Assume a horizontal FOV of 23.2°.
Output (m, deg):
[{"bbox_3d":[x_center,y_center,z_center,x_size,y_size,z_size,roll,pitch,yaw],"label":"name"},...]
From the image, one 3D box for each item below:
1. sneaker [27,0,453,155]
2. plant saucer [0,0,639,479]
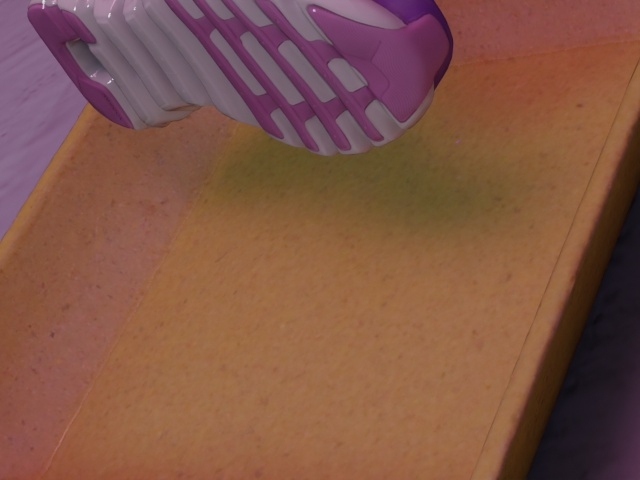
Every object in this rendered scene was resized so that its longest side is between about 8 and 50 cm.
[{"bbox_3d":[-0.026,-0.104,0.659,0.104,0.095,0.236,-47,33,-23],"label":"sneaker"},{"bbox_3d":[0.000,0.000,0.663,0.332,0.081,0.333,-3,49,42],"label":"plant saucer"}]
